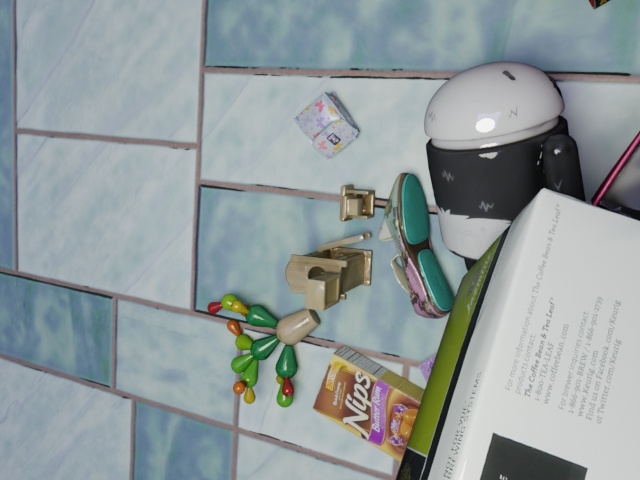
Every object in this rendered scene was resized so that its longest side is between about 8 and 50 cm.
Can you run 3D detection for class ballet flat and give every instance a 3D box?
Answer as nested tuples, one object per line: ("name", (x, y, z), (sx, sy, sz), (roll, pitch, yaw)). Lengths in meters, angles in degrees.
("ballet flat", (0.132, 0.013, 0.890), (0.079, 0.077, 0.222), (-18, 89, 46))

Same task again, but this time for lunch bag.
("lunch bag", (0.012, -0.179, 0.928), (0.071, 0.053, 0.083), (-35, 90, 26))

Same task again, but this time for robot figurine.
("robot figurine", (0.229, -0.082, 0.753), (0.209, 0.173, 0.278), (-1, 115, 31))

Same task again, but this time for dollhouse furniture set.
("dollhouse furniture set", (0.000, 0.000, 0.883), (0.101, 0.182, 0.161), (6, 99, 25))

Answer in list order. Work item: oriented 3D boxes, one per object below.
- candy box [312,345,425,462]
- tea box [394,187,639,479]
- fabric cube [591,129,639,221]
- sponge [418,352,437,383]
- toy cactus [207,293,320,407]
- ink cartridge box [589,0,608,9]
("candy box", (0.090, 0.262, 0.947), (0.186, 0.053, 0.109), (26, 107, 22))
("tea box", (0.216, 0.182, 0.562), (0.220, 0.323, 0.329), (20, 76, 6))
("fabric cube", (0.461, -0.077, 0.614), (0.254, 0.258, 0.259), (33, 109, 19))
("sponge", (0.250, 0.177, 0.848), (0.210, 0.031, 0.117), (-41, 54, 25))
("toy cactus", (-0.088, 0.168, 1.002), (0.180, 0.112, 0.219), (-33, 73, 15))
("ink cartridge box", (0.317, -0.364, 0.617), (0.271, 0.309, 0.130), (-28, 84, 26))
